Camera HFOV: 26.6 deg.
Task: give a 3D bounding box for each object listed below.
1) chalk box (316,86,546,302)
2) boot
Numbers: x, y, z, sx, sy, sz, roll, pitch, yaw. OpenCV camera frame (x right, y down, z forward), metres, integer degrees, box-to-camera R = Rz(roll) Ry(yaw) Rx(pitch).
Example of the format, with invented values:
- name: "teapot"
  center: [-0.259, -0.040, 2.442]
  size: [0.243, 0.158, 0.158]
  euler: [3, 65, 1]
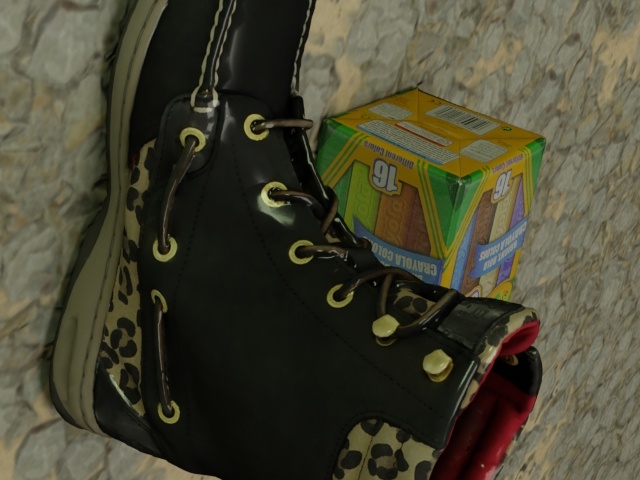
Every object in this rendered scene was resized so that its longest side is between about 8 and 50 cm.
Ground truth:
- name: "chalk box"
  center: [0.073, 0.008, 1.070]
  size: [0.132, 0.132, 0.213]
  euler: [-24, 131, -48]
- name: "boot"
  center: [0.000, 0.000, 0.794]
  size: [0.138, 0.284, 0.378]
  euler: [-2, 116, -57]
